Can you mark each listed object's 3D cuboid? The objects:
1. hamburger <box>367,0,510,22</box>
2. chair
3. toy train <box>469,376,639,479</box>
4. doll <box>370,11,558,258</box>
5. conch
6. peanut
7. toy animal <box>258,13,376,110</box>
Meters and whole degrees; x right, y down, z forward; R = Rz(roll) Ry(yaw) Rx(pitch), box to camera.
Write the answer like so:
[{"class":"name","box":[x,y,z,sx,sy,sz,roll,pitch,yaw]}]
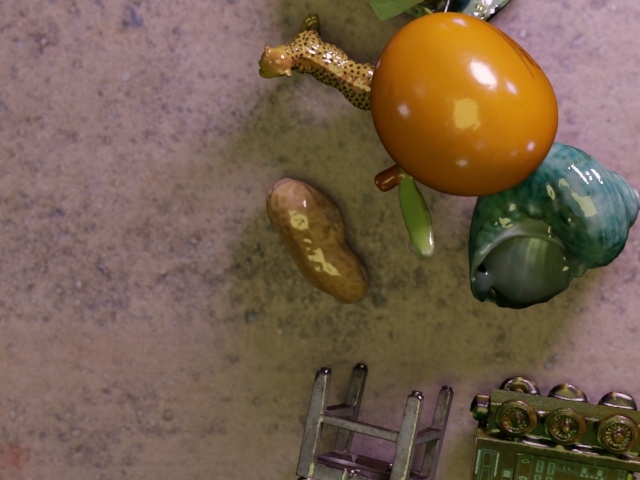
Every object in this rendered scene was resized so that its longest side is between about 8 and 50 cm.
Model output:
[{"class":"hamburger","box":[0.116,-0.353,1.732,0.276,0.150,0.261,35,107,0]},{"class":"chair","box":[0.053,0.291,1.852,0.136,0.147,0.271,14,94,21]},{"class":"toy train","box":[0.287,0.246,1.867,0.225,0.090,0.137,9,110,8]},{"class":"doll","box":[0.133,-0.126,1.705,0.213,0.213,0.236,43,106,-1]},{"class":"conch","box":[0.271,-0.024,1.790,0.202,0.134,0.196,1,133,6]},{"class":"peanut","box":[0.000,0.000,1.868,0.080,0.080,0.174,-31,99,14]},{"class":"toy animal","box":[0.026,-0.185,1.790,0.181,0.136,0.073,31,107,0]}]
